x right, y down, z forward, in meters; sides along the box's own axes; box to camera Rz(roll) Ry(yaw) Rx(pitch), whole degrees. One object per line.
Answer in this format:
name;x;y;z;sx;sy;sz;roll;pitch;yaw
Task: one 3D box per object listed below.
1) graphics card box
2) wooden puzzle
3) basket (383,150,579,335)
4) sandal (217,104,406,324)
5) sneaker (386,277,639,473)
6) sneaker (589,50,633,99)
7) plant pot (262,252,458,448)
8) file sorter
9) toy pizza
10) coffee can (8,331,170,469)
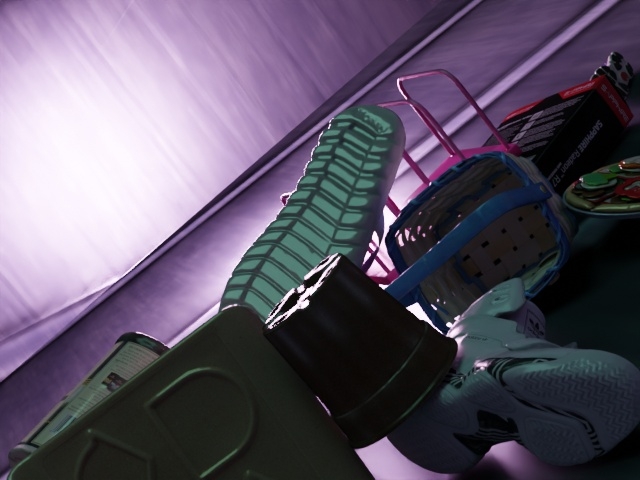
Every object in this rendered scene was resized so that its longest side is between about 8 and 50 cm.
graphics card box;0.304;-0.091;2.010;0.233;0.094;0.371;-19;23;53
wooden puzzle;-0.132;0.296;1.481;0.348;0.322;0.080;-36;-8;1
basket;0.199;0.005;1.675;0.255;0.201;0.289;-41;-15;32
sandal;0.012;0.005;1.757;0.169;0.102;0.416;19;70;34
sneaker;0.229;0.132;1.410;0.366;0.137;0.210;-24;22;53
sneaker;0.481;-0.257;2.194;0.071;0.068;0.170;-47;-2;36
plant pot;0.036;0.113;1.427;0.167;0.165;0.167;-43;10;9
file sorter;0.111;-0.098;1.959;0.291;0.182;0.202;-45;16;-15
toy pizza;0.413;-0.077;1.677;0.201;0.032;0.201;-12;19;4
coffee can;-0.338;0.313;2.102;0.275;0.201;0.201;-48;17;-32
